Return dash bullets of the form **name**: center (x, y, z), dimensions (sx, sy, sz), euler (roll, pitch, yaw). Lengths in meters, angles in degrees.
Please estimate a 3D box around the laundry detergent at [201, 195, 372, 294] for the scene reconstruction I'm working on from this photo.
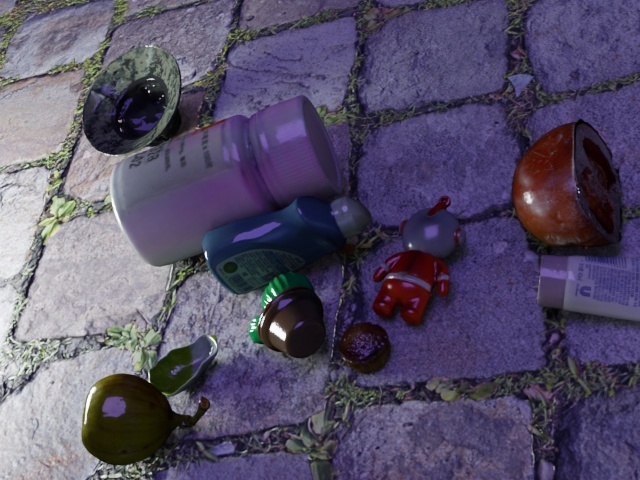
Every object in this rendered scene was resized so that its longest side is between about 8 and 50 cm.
- **laundry detergent**: center (-0.054, -0.007, 1.730), dimensions (0.290, 0.143, 0.094), euler (-23, 46, 12)

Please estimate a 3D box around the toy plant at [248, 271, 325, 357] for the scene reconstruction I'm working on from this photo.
- **toy plant**: center (-0.059, 0.128, 1.667), dimensions (0.143, 0.105, 0.200), euler (-50, 28, 3)

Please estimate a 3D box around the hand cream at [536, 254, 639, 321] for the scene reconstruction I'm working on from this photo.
- **hand cream**: center (0.460, 0.070, 1.514), dimensions (0.248, 0.083, 0.133), euler (7, 54, 15)

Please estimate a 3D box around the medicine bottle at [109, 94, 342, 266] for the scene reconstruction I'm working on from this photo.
- **medicine bottle**: center (-0.172, -0.110, 1.815), dimensions (0.388, 0.219, 0.219), euler (-21, 46, 14)

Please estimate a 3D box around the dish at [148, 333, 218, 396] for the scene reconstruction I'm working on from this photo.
- **dish**: center (-0.226, 0.220, 1.696), dimensions (0.137, 0.039, 0.091), euler (-38, 42, -12)

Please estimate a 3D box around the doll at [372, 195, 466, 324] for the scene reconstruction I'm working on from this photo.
- **doll**: center (0.171, 0.026, 1.670), dimensions (0.142, 0.076, 0.245), euler (11, 60, 29)

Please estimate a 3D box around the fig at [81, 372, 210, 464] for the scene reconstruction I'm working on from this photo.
- **fig**: center (-0.296, 0.287, 1.616), dimensions (0.186, 0.148, 0.142), euler (5, 24, -24)

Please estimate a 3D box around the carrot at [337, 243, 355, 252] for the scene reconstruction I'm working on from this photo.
- **carrot**: center (0.000, 0.000, 1.795), dimensions (0.142, 0.035, 0.035), euler (21, 62, 28)

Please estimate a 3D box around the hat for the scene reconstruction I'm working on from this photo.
- **hat**: center (-0.377, -0.275, 2.131), dimensions (0.265, 0.128, 0.265), euler (-11, 61, 22)

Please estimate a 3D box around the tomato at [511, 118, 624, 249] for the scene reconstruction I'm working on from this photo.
- **tomato**: center (0.393, -0.078, 1.619), dimensions (0.155, 0.181, 0.214), euler (-16, 36, 34)

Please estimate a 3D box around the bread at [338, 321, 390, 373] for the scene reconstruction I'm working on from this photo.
- **bread**: center (0.072, 0.170, 1.599), dimensions (0.085, 0.053, 0.085), euler (-12, 48, 14)
